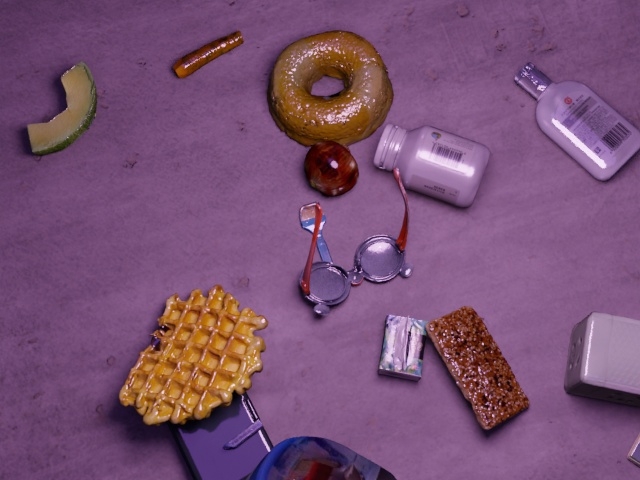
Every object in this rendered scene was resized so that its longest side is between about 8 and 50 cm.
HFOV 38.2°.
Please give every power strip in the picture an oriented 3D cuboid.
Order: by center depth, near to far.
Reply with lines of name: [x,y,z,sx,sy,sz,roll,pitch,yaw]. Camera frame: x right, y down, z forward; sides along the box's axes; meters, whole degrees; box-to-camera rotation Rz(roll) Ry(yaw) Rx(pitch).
power strip: [0.588,0.231,1.727,0.224,0.140,0.139,12,72,3]

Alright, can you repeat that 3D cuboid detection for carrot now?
carrot: [-0.239,-0.403,1.989,0.170,0.042,0.042,-30,74,-11]

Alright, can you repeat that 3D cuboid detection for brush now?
brush: [0.000,0.000,1.870,0.051,0.014,0.164,-19,74,-4]

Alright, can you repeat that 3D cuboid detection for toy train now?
toy train: [-0.143,0.361,1.699,0.083,0.017,0.017,-36,83,-12]

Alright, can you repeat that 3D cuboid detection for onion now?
onion: [0.023,-0.150,1.872,0.117,0.118,0.119,29,74,14]

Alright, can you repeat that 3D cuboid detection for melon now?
melon: [-0.535,-0.264,1.935,0.118,0.064,0.209,42,79,12]

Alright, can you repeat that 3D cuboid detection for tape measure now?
tape measure: [-0.016,0.479,1.596,0.262,0.138,0.259,32,35,5]

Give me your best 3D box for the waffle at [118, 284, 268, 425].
waffle: [-0.241,0.215,1.740,0.309,0.065,0.283,-24,52,-11]

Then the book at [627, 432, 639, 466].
book: [0.739,0.396,1.730,0.264,0.027,0.202,31,74,11]

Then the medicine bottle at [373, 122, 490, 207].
medicine bottle: [0.221,-0.159,1.856,0.215,0.135,0.135,20,73,7]

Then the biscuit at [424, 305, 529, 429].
biscuit: [0.300,0.236,1.757,0.131,0.025,0.231,-20,73,-35]

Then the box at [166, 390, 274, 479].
box: [-0.194,0.355,1.737,0.160,0.050,0.230,-27,73,-8]

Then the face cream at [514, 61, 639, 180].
face cream: [0.525,-0.258,1.920,0.291,0.071,0.144,43,76,12]

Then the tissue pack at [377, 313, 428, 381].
tissue pack: [0.159,0.203,1.768,0.085,0.079,0.111,10,73,3]

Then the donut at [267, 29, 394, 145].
donut: [0.017,-0.326,1.929,0.271,0.107,0.272,-1,72,2]

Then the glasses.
glasses: [0.074,0.009,1.737,0.234,0.268,0.118,-23,65,-16]
